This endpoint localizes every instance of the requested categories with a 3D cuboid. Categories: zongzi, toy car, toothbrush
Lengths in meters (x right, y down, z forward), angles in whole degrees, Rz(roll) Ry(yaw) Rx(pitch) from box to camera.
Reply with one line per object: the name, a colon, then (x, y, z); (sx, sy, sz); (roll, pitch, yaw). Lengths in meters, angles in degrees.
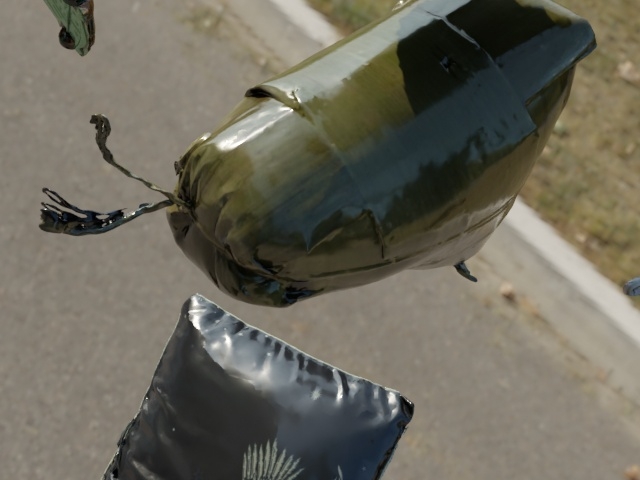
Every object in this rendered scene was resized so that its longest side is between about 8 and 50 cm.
zongzi: (0.000, 0.000, 1.241); (0.447, 0.418, 0.181); (-32, 63, -24)
toy car: (-0.195, -0.193, 1.133); (0.035, 0.059, 0.122); (-25, 65, -25)
toothbrush: (0.258, 0.017, 1.028); (0.162, 0.014, 0.017); (-16, 44, -41)

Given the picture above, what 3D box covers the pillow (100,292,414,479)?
pillow: (-0.054, 0.142, 0.721); (0.141, 0.208, 0.055); (26, -13, 16)
